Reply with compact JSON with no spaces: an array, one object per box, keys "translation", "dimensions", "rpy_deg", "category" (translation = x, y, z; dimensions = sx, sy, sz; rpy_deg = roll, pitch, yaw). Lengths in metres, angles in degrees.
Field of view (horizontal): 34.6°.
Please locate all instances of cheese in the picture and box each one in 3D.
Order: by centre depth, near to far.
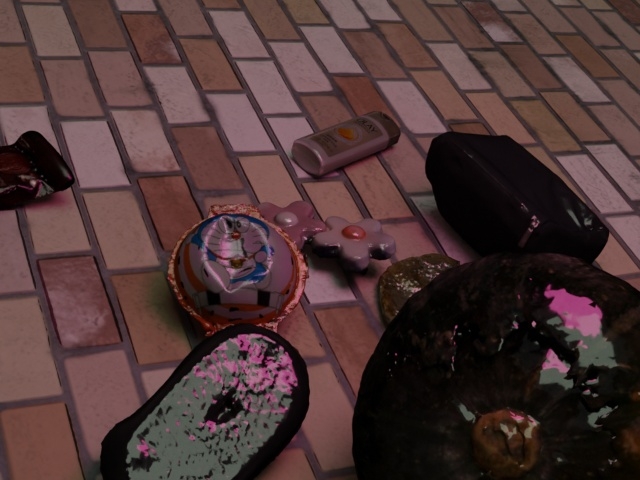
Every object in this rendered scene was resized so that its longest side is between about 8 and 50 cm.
[{"translation":[-0.121,0.087,1.531],"dimensions":[0.216,0.129,0.329],"rpy_deg":[2,59,-10],"category":"cheese"}]

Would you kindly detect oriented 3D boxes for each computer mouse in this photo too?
[{"translation":[-0.145,0.246,1.338],"dimensions":[0.183,0.116,0.323],"rpy_deg":[40,58,9],"category":"computer mouse"}]

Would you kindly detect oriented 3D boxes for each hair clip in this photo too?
[{"translation":[0.000,-0.006,1.732],"dimensions":[0.257,0.075,0.146],"rpy_deg":[19,44,9],"category":"hair clip"}]

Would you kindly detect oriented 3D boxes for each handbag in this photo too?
[{"translation":[0.320,-0.047,1.813],"dimensions":[0.275,0.178,0.302],"rpy_deg":[-5,44,-47],"category":"handbag"}]

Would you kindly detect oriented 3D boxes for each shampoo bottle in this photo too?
[{"translation":[0.052,-0.188,1.968],"dimensions":[0.227,0.056,0.086],"rpy_deg":[-24,56,-39],"category":"shampoo bottle"}]

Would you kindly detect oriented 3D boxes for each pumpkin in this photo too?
[{"translation":[0.254,0.238,1.262],"dimensions":[0.454,0.454,0.344],"rpy_deg":[40,15,25],"category":"pumpkin"}]

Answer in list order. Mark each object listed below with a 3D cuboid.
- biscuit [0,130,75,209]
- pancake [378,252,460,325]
[{"translation":[-0.531,-0.104,1.645],"dimensions":[0.235,0.063,0.151],"rpy_deg":[-17,50,-31],"category":"biscuit"},{"translation":[0.209,0.110,1.696],"dimensions":[0.253,0.037,0.254],"rpy_deg":[10,39,-8],"category":"pancake"}]
